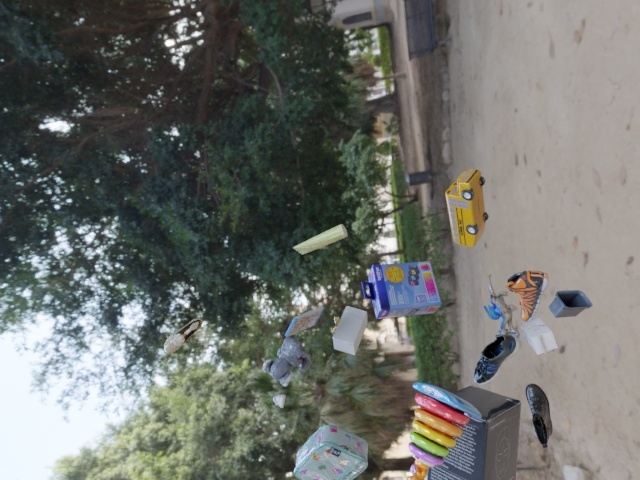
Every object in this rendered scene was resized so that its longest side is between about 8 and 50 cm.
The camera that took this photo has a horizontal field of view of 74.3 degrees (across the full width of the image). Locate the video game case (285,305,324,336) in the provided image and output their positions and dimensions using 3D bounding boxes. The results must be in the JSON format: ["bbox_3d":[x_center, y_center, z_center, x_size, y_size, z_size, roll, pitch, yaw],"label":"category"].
[{"bbox_3d":[-0.064,0.341,1.784,0.166,0.015,0.119,-14,-40,-44],"label":"video game case"}]

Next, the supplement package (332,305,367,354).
[{"bbox_3d":[0.137,0.408,1.923,0.105,0.105,0.179,83,-152,-45],"label":"supplement package"}]

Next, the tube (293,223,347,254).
[{"bbox_3d":[0.000,0.000,1.864,0.070,0.240,0.062,60,-163,-18],"label":"tube"}]

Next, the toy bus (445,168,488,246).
[{"bbox_3d":[0.602,-0.131,1.738,0.108,0.130,0.333,-45,-49,-27],"label":"toy bus"}]

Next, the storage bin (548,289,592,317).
[{"bbox_3d":[0.990,0.256,1.699,0.091,0.135,0.098,105,158,-43],"label":"storage bin"}]

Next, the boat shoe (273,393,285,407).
[{"bbox_3d":[-0.215,0.826,2.191,0.184,0.063,0.066,99,-176,-72],"label":"boat shoe"}]

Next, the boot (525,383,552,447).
[{"bbox_3d":[1.004,0.793,1.937,0.229,0.091,0.263,27,-132,-55],"label":"boot"}]

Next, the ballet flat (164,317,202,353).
[{"bbox_3d":[-0.494,0.337,1.525,0.057,0.052,0.168,49,-129,-6],"label":"ballet flat"}]

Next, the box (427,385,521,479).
[{"bbox_3d":[0.560,0.779,1.543,0.293,0.212,0.396,4,-89,-43],"label":"box"}]

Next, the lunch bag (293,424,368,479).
[{"bbox_3d":[0.046,0.839,1.612,0.279,0.224,0.108,-55,8,29],"label":"lunch bag"}]

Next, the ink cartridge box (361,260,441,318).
[{"bbox_3d":[0.418,0.269,2.294,0.151,0.395,0.270,95,169,-59],"label":"ink cartridge box"}]

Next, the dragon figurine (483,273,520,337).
[{"bbox_3d":[0.783,0.297,1.864,0.144,0.085,0.289,89,163,-48],"label":"dragon figurine"}]

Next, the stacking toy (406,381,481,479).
[{"bbox_3d":[0.315,0.581,1.218,0.165,0.175,0.302,34,-105,-34],"label":"stacking toy"}]

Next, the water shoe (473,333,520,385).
[{"bbox_3d":[0.502,0.349,1.260,0.073,0.080,0.203,-109,39,-55],"label":"water shoe"}]

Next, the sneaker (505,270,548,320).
[{"bbox_3d":[1.085,0.288,2.281,0.125,0.180,0.321,-63,-21,-59],"label":"sneaker"}]

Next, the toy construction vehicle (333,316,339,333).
[{"bbox_3d":[0.099,0.431,2.113,0.035,0.085,0.098,-42,53,53],"label":"toy construction vehicle"}]

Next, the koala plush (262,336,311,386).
[{"bbox_3d":[-0.184,0.639,2.223,0.221,0.196,0.203,-45,-25,-29],"label":"koala plush"}]

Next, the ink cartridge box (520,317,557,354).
[{"bbox_3d":[0.948,0.418,1.831,0.092,0.089,0.143,63,-169,-13],"label":"ink cartridge box"}]
